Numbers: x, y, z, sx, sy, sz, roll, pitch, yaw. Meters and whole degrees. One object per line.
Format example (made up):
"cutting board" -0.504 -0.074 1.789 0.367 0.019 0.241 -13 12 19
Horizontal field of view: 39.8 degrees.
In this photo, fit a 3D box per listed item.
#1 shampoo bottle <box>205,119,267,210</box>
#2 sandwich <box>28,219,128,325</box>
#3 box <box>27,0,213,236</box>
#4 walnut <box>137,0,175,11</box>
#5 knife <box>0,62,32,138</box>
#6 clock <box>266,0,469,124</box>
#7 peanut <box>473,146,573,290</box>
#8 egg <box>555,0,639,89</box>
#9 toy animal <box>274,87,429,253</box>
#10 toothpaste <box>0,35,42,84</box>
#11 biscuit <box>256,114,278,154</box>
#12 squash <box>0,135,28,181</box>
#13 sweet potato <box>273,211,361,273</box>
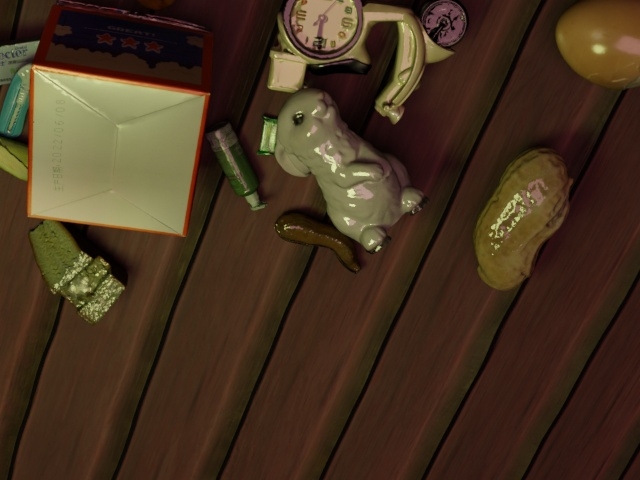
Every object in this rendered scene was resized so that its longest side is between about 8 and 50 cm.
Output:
"shampoo bottle" -0.178 -0.156 1.906 0.065 0.065 0.204 -23 112 7
"sandwich" -0.544 0.058 1.949 0.122 0.128 0.236 -44 109 7
"box" -0.385 -0.231 1.714 0.319 0.257 0.348 7 129 -9
"walnut" -0.326 -0.547 1.708 0.116 0.116 0.207 -5 113 -1
"knife" -0.613 -0.281 1.806 0.064 0.031 0.222 16 138 -26
"clock" 0.092 -0.390 1.798 0.379 0.120 0.276 12 110 -3
"peanut" 0.433 -0.048 1.939 0.174 0.158 0.340 10 121 -39
"egg" 0.593 -0.405 1.766 0.244 0.201 0.201 14 112 4
"toy animal" 0.042 -0.155 1.824 0.357 0.258 0.194 46 73 -13
"toothpaste" -0.514 -0.381 1.792 0.336 0.067 0.081 -8 115 1
"biscuit" -0.109 -0.224 1.906 0.046 0.016 0.089 10 112 -5
"squash" -0.599 -0.159 1.877 0.200 0.075 0.090 15 128 -9
"sweet potato" 0.005 -0.003 1.985 0.233 0.062 0.081 26 125 -17
